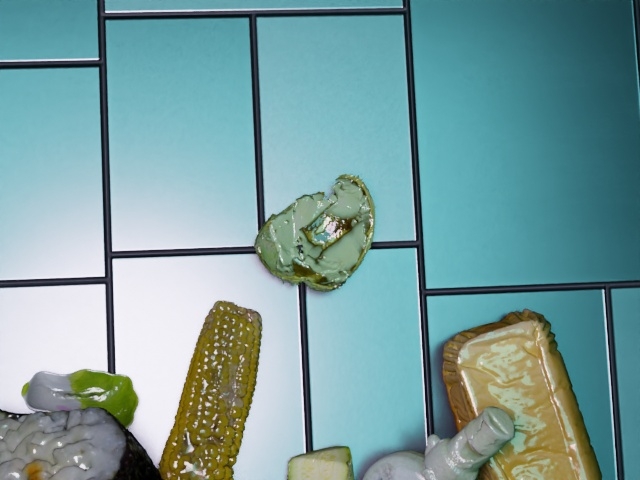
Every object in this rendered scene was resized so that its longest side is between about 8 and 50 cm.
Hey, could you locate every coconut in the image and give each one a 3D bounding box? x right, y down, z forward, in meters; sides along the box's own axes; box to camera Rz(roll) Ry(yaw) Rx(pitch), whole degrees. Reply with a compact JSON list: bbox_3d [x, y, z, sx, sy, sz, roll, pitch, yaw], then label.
[{"bbox_3d":[-0.003,-0.001,1.620,0.158,0.055,0.133,-19,87,-6],"label":"coconut"}]

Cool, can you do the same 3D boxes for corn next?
[{"bbox_3d":[-0.137,0.231,1.561,0.097,0.097,0.320,15,81,-4],"label":"corn"}]

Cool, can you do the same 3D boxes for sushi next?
[{"bbox_3d":[-0.351,0.298,1.468,0.350,0.171,0.211,-8,41,4],"label":"sushi"}]

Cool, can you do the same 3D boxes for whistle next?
[{"bbox_3d":[0.134,0.281,1.543,0.126,0.067,0.258,51,125,16],"label":"whistle"}]

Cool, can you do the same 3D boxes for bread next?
[{"bbox_3d":[0.248,0.232,1.587,0.152,0.119,0.288,-18,84,-5],"label":"bread"}]

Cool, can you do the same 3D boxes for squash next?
[{"bbox_3d":[0.017,0.351,1.570,0.090,0.075,0.200,-15,85,11],"label":"squash"}]

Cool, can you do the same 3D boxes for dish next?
[{"bbox_3d":[-0.288,0.198,1.569,0.137,0.039,0.091,11,47,-6],"label":"dish"}]
